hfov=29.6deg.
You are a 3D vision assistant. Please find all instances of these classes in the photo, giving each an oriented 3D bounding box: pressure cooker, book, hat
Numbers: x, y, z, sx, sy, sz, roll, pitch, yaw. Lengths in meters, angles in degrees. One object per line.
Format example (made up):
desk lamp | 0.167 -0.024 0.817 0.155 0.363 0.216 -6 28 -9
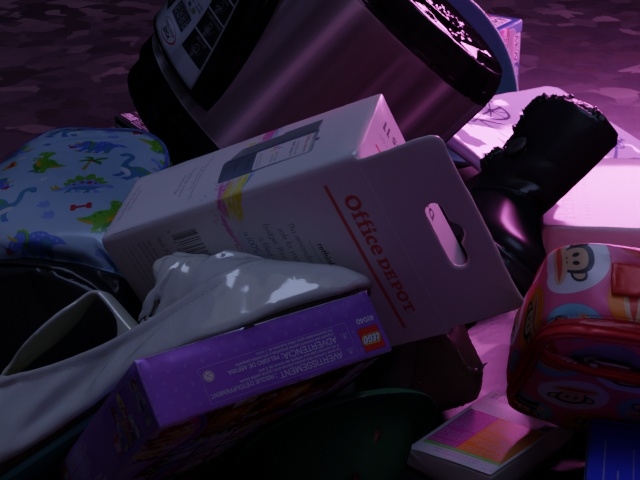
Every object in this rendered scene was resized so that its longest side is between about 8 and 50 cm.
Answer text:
pressure cooker | -0.030 -0.184 1.522 0.375 0.420 0.370 49 19 6
book | 0.163 0.191 1.157 0.096 0.035 0.144 18 29 39
hat | 0.026 0.247 1.012 0.209 0.173 0.183 -20 59 3

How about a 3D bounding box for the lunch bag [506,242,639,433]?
lunch bag | 0.323 0.093 1.065 0.293 0.258 0.120 10 62 2

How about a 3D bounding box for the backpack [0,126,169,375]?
backpack | -0.274 0.020 1.336 0.290 0.273 0.355 -1 11 15

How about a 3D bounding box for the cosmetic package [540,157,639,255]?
cosmetic package | 0.472 0.019 1.372 0.453 0.161 0.230 2 24 7

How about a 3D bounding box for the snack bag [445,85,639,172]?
snack bag | 0.333 -0.114 1.696 0.343 0.037 0.323 -13 43 -39

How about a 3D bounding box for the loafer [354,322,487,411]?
loafer | 0.103 0.077 1.330 0.130 0.133 0.366 17 30 -10

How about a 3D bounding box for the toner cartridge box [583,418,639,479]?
toner cartridge box | 0.278 0.267 0.930 0.165 0.075 0.348 4 25 14

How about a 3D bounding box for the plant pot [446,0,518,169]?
plant pot | 0.130 -0.225 1.845 0.290 0.290 0.195 -22 -1 -39

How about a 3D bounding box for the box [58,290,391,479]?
box | -0.090 0.145 1.013 0.201 0.293 0.057 -15 72 -29

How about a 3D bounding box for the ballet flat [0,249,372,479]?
ballet flat | -0.152 0.086 1.083 0.400 0.139 0.139 -28 22 11

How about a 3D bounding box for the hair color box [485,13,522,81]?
hair color box | 0.170 -0.314 2.107 0.347 0.173 0.105 16 30 33

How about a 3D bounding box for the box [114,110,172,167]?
box | -0.143 -0.141 1.853 0.243 0.076 0.307 -15 28 -29

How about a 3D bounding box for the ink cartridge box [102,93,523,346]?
ink cartridge box | 0.000 0.000 1.147 0.354 0.207 0.119 -16 29 26

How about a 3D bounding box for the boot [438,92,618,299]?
boot | 0.222 -0.055 1.242 0.207 0.094 0.246 -44 20 1
